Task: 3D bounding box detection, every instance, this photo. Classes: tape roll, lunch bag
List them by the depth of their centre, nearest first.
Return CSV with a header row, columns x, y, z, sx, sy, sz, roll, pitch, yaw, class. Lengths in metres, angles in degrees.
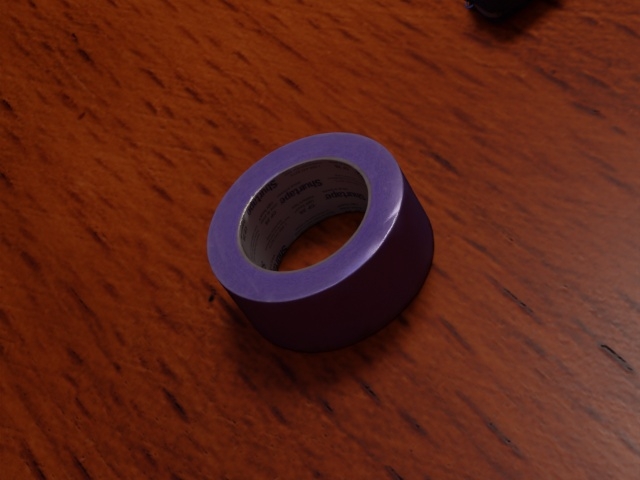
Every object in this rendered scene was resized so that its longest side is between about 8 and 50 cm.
x,y,z,sx,sy,sz,roll,pitch,yaw,class
0.000,0.000,1.349,0.189,0.080,0.189,-16,48,18,tape roll
0.180,-0.259,1.482,0.098,0.065,0.067,-35,60,-3,lunch bag
